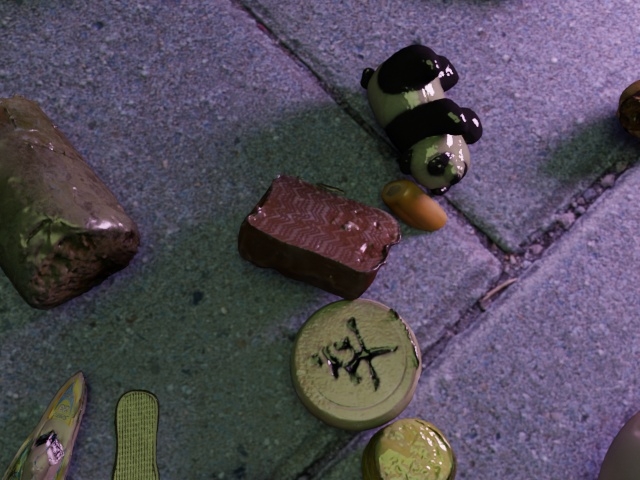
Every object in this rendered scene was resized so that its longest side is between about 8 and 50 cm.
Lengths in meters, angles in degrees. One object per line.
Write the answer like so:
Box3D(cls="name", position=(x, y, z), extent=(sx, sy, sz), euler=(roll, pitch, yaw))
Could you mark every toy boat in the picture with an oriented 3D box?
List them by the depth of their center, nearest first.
Box3D(cls="toy boat", position=(-0.377, 0.282, 1.144), extent=(0.084, 0.066, 0.210), euler=(18, 76, 3))

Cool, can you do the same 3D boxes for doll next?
Box3D(cls="doll", position=(0.160, -0.186, 1.232), extent=(0.135, 0.143, 0.234), euler=(-32, 77, 23))

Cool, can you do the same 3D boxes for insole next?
Box3D(cls="insole", position=(-0.263, 0.340, 1.161), extent=(0.086, 0.005, 0.253), euler=(-4, 76, -2))

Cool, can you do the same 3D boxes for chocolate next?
Box3D(cls="chocolate", position=(0.000, 0.000, 1.184), extent=(0.214, 0.093, 0.148), euler=(24, 46, 8))

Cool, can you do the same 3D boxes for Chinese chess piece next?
Box3D(cls="Chinese chess piece", position=(0.050, 0.175, 1.159), extent=(0.189, 0.083, 0.188), euler=(0, 72, 1))

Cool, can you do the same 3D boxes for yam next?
Box3D(cls="yam", position=(-0.408, -0.058, 1.160), extent=(0.195, 0.195, 0.300), euler=(-38, 80, -9))

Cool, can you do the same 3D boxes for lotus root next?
Box3D(cls="lotus root", position=(0.568, -0.213, 1.259), extent=(0.259, 0.097, 0.110), euler=(-13, 84, -11))

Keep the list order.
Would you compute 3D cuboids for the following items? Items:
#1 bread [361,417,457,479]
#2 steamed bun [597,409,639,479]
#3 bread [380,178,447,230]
Box3D(cls="bread", position=(0.123, 0.300, 1.120), extent=(0.129, 0.114, 0.111), euler=(-3, 70, -4))
Box3D(cls="steamed bun", position=(0.517, 0.358, 1.058), extent=(0.324, 0.206, 0.324), euler=(1, 77, -3))
Box3D(cls="bread", position=(0.140, -0.050, 1.242), extent=(0.062, 0.103, 0.049), euler=(-6, 57, 42))
